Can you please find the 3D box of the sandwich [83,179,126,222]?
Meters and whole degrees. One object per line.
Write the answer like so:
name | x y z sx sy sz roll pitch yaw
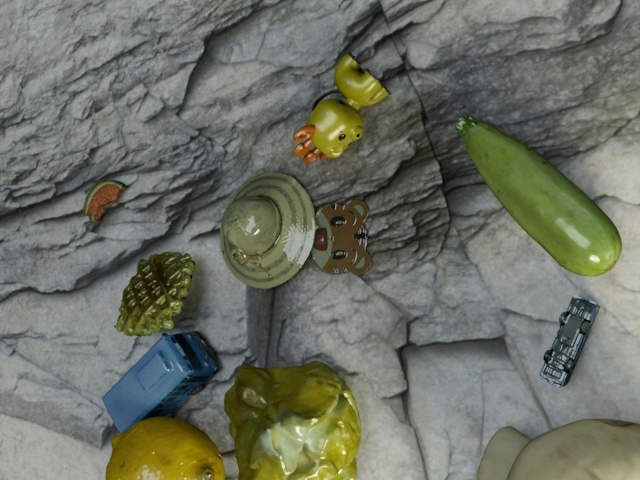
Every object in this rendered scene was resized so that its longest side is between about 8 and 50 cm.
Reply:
sandwich | -0.506 -0.101 2.022 0.135 0.029 0.067 -34 74 22

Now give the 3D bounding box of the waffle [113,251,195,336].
waffle | -0.354 0.112 1.853 0.214 0.054 0.208 -10 48 38

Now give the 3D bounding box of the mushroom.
mushroom | 0.367 0.426 1.285 0.353 0.325 0.353 16 118 31

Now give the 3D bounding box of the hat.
hat | -0.137 -0.030 1.745 0.252 0.110 0.252 -7 78 33

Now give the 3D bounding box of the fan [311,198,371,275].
fan | 0.000 0.000 1.728 0.226 0.008 0.153 -5 82 30

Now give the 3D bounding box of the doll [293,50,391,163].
doll | 0.029 -0.242 1.670 0.135 0.143 0.221 43 98 25

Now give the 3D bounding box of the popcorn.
popcorn | -0.062 0.351 1.603 0.276 0.226 0.276 -13 38 10

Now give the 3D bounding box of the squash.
squash | 0.361 -0.081 1.469 0.118 0.118 0.370 -50 60 16

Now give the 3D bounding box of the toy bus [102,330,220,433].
toy bus | -0.337 0.300 1.818 0.234 0.133 0.116 -45 64 19

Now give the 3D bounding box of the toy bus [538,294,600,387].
toy bus | 0.416 0.168 1.437 0.051 0.061 0.153 24 95 32

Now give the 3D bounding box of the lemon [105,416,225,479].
lemon | -0.313 0.468 1.733 0.253 0.228 0.228 30 100 37
